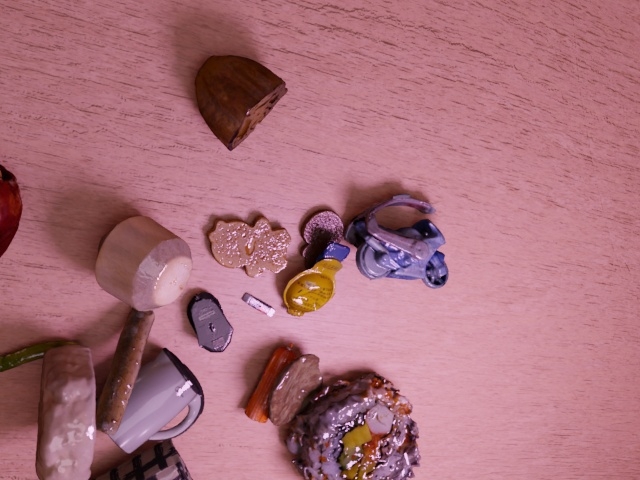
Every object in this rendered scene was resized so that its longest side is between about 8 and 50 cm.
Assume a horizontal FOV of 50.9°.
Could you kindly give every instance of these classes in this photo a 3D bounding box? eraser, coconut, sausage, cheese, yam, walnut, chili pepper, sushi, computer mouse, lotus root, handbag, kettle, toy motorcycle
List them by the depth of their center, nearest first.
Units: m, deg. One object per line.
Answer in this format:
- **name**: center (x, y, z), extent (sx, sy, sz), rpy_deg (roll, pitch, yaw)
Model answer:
- **walnut**: center (-0.758, -0.065, 1.389), extent (0.244, 0.222, 0.269), rpy_deg (31, 101, 4)
- **cheese**: center (-0.583, 0.404, 1.535), extent (0.115, 0.326, 0.318), rpy_deg (3, 65, -23)
- **coconut**: center (-0.422, 0.049, 1.570), extent (0.202, 0.222, 0.202), rpy_deg (-48, 155, -32)
- **lotus root**: center (-0.209, -0.339, 1.585), extent (0.180, 0.199, 0.188), rpy_deg (39, 46, 1)
- **chili pepper**: center (-0.667, 0.269, 1.604), extent (0.201, 0.052, 0.050), rpy_deg (-10, 94, -21)
- **yam**: center (-0.469, 0.306, 1.609), extent (0.071, 0.067, 0.317), rpy_deg (18, 62, -11)
- **kettle**: center (-0.414, 0.414, 1.696), extent (0.236, 0.161, 0.221), rpy_deg (-38, 114, -13)
- **computer mouse**: center (-0.290, 0.212, 1.752), extent (0.099, 0.057, 0.172), rpy_deg (-24, 102, -14)
- **handbag**: center (-0.465, 0.726, 1.768), extent (0.325, 0.162, 0.327), rpy_deg (-26, 120, -13)
- **eraser**: center (-0.166, 0.175, 1.814), extent (0.099, 0.019, 0.027), rpy_deg (34, 90, -29)
- **cheese**: center (-0.007, 0.108, 1.815), extent (0.156, 0.064, 0.250), rpy_deg (21, 115, -35)
- **toy motorcycle**: center (0.237, 0.000, 1.846), extent (0.319, 0.182, 0.241), rpy_deg (10, 102, -30)
- **sausage**: center (-0.131, 0.388, 1.864), extent (0.071, 0.071, 0.234), rpy_deg (24, 94, -28)
- **sushi**: center (0.103, 0.582, 1.963), extent (0.417, 0.176, 0.418), rpy_deg (-7, 108, -22)

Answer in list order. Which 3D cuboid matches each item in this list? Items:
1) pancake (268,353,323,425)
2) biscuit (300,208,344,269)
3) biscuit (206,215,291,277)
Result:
- **pancake**: center (-0.072, 0.413, 1.865), extent (0.222, 0.042, 0.236), rpy_deg (-52, 149, -8)
- **biscuit**: center (0.000, 0.000, 1.831), extent (0.124, 0.026, 0.175), rpy_deg (8, 101, -24)
- **biscuit**: center (-0.188, 0.014, 1.748), extent (0.225, 0.036, 0.166), rpy_deg (5, 102, -22)
